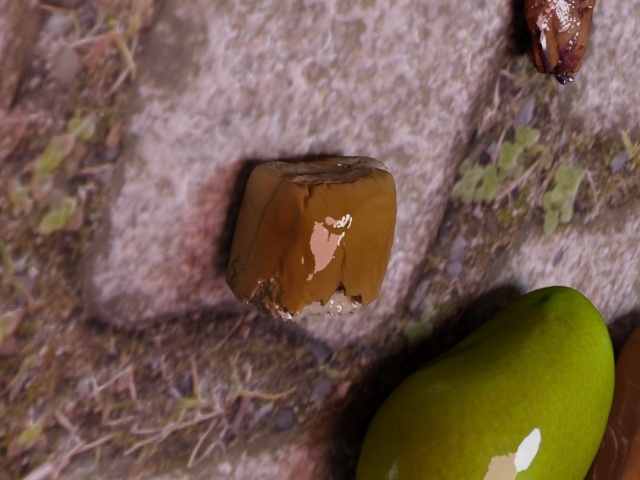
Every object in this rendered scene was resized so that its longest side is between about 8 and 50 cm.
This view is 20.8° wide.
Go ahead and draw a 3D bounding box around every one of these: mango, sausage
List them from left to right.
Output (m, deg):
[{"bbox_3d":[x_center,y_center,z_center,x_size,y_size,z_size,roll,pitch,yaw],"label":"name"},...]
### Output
[{"bbox_3d":[0.142,0.160,1.396,0.273,0.149,0.185,-33,132,-39],"label":"mango"},{"bbox_3d":[0.321,0.178,1.633,0.136,0.120,0.241,-5,116,-31],"label":"sausage"}]

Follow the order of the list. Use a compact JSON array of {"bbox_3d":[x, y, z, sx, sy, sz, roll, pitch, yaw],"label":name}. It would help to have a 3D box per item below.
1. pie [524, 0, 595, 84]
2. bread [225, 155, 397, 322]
[{"bbox_3d":[0.188,-0.192,1.325,0.092,0.034,0.170,-26,131,-42],"label":"pie"},{"bbox_3d":[0.000,-0.001,1.186,0.125,0.082,0.106,-5,122,-44],"label":"bread"}]
